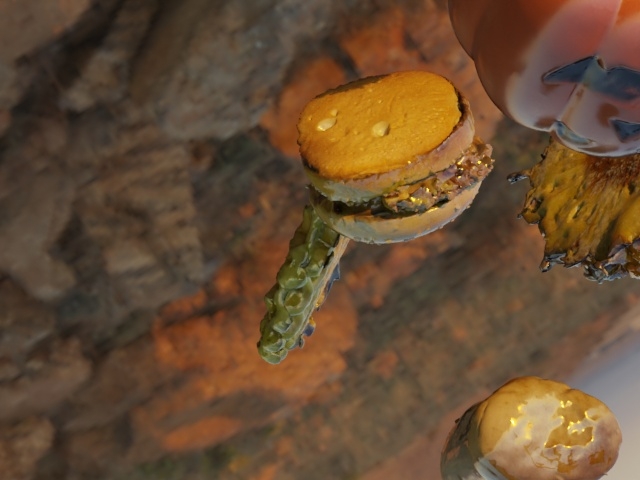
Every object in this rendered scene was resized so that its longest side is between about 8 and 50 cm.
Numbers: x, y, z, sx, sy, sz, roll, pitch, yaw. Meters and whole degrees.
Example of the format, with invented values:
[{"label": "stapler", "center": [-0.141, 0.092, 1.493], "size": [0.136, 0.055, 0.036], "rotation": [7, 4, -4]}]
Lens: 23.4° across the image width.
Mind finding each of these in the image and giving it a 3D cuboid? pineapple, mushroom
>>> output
[{"label": "pineapple", "center": [0.219, -0.057, 1.071], "size": [0.047, 0.221, 0.221], "rotation": [32, 124, -29]}, {"label": "mushroom", "center": [0.154, 0.176, 1.196], "size": [0.123, 0.095, 0.351], "rotation": [7, 165, 5]}]

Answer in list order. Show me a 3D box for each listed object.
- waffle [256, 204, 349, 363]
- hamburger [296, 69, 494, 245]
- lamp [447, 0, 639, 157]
[{"label": "waffle", "center": [0.003, 0.001, 1.789], "size": [0.307, 0.060, 0.312], "rotation": [86, 30, -78]}, {"label": "hamburger", "center": [0.077, -0.077, 1.500], "size": [0.191, 0.118, 0.182], "rotation": [-2, -137, 24]}, {"label": "lamp", "center": [0.162, -0.136, 0.852], "size": [0.187, 0.187, 0.164], "rotation": [-29, 163, -23]}]
